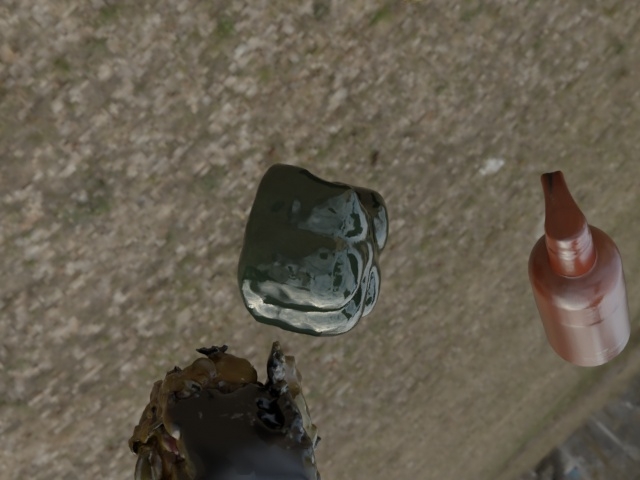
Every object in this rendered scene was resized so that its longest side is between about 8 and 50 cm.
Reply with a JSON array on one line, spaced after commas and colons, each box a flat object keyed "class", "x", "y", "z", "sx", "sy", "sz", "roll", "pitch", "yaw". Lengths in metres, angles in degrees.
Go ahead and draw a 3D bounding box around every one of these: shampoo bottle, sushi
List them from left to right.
[{"class": "sushi", "x": -0.103, "y": 0.219, "z": 1.105, "sx": 0.204, "sy": 0.200, "sz": 0.213, "roll": -12, "pitch": 147, "yaw": 0}, {"class": "shampoo bottle", "x": 0.222, "y": 0.034, "z": 0.919, "sx": 0.085, "sy": 0.085, "sz": 0.244, "roll": -43, "pitch": 148, "yaw": -6}]

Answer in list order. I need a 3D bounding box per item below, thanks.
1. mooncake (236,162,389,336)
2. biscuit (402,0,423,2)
[{"class": "mooncake", "x": 0.000, "y": 0.000, "z": 0.920, "sx": 0.175, "sy": 0.104, "sz": 0.168, "roll": -58, "pitch": 148, "yaw": -54}, {"class": "biscuit", "x": 0.115, "y": -0.284, "z": 0.878, "sx": 0.217, "sy": 0.044, "sz": 0.325, "roll": -6, "pitch": 168, "yaw": 23}]
